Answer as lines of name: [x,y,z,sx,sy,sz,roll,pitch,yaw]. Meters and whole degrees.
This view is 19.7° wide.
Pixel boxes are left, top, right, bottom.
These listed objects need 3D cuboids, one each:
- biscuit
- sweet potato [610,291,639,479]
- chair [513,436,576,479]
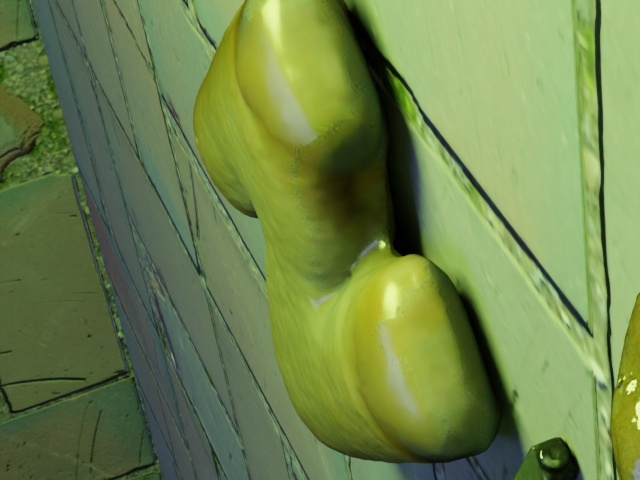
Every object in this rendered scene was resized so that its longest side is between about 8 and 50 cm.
biscuit: [0.000,0.000,0.924,0.291,0.062,0.237,157,92,-80]
sweet potato: [0.123,0.095,0.512,0.053,0.054,0.182,78,168,-75]
chair: [0.051,0.205,0.820,0.270,0.136,0.147,101,149,-66]
